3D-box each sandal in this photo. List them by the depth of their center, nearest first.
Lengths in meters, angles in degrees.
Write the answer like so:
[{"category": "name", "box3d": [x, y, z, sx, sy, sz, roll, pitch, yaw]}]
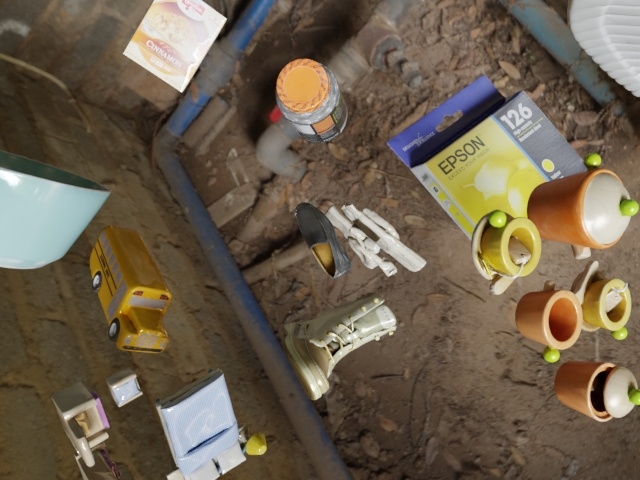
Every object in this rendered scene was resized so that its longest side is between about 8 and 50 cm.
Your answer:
[{"category": "sandal", "box3d": [0.462, -0.304, 0.772, 0.169, 0.416, 0.102, 9, 84, 40]}]

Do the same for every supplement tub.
[{"category": "supplement tub", "box3d": [-0.016, -0.259, 1.033, 0.116, 0.190, 0.117, -1, 85, 9]}]

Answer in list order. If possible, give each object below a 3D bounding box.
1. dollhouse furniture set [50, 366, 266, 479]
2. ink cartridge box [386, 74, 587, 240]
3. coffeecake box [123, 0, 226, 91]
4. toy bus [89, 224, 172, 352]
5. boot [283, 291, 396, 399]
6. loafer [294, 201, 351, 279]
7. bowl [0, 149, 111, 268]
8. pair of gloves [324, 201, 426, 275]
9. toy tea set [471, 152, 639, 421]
[{"category": "dollhouse furniture set", "box3d": [-0.216, 0.332, 0.900, 0.198, 0.303, 0.287, 22, 127, 46]}, {"category": "ink cartridge box", "box3d": [0.342, -0.166, 1.101, 0.303, 0.072, 0.307, -37, 85, -20]}, {"category": "coffeecake box", "box3d": [-0.312, -0.441, 1.196, 0.186, 0.142, 0.068, -56, 19, 8]}, {"category": "toy bus", "box3d": [-0.431, 0.107, 1.261, 0.130, 0.108, 0.333, -58, 44, 15]}, {"category": "boot", "box3d": [0.033, 0.142, 0.805, 0.165, 0.213, 0.077, -22, 100, -3]}, {"category": "loafer", "box3d": [0.000, 0.000, 1.100, 0.062, 0.061, 0.170, -35, 90, 24]}, {"category": "bowl", "box3d": [-0.534, -0.057, 0.928, 0.311, 0.311, 0.163, 22, 94, 33]}, {"category": "pair of gloves", "box3d": [0.099, 0.001, 1.154, 0.204, 0.240, 0.042, 45, 77, -7]}, {"category": "toy tea set", "box3d": [0.335, 0.068, 0.679, 0.200, 0.336, 0.124, -41, 19, -23]}]
